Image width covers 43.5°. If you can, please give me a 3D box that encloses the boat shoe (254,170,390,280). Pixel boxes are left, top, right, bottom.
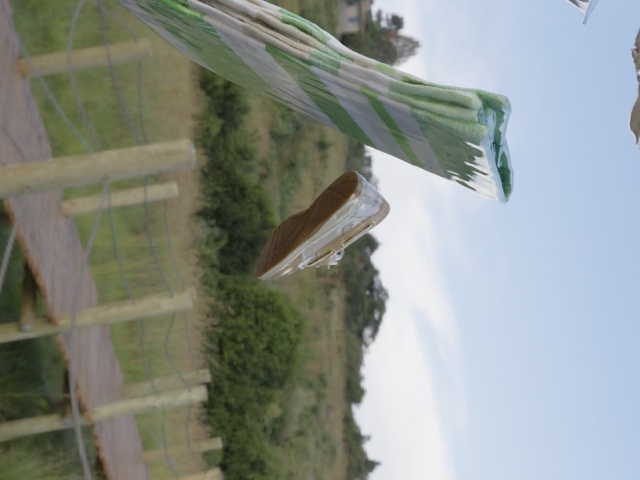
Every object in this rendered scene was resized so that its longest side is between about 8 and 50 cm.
[{"bbox_3d":[0.000,0.000,0.783,0.170,0.059,0.063,-36,-148,40],"label":"boat shoe"}]

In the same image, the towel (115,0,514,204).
[{"bbox_3d":[-0.007,-0.126,0.608,0.038,0.325,0.248,-63,164,0],"label":"towel"}]

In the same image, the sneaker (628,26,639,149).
[{"bbox_3d":[0.425,-0.201,0.998,0.152,0.114,0.305,57,35,6],"label":"sneaker"}]

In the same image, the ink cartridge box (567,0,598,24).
[{"bbox_3d":[0.299,-0.343,0.802,0.165,0.065,0.333,-60,169,4],"label":"ink cartridge box"}]
